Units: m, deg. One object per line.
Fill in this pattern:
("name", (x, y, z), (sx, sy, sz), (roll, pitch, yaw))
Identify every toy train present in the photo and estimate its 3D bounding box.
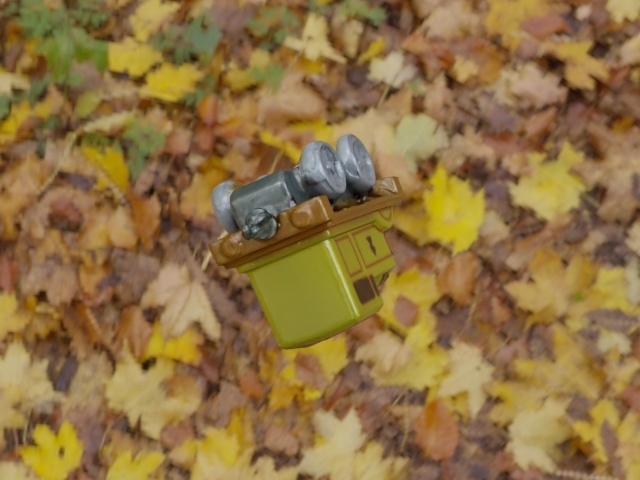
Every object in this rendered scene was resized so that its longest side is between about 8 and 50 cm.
("toy train", (0.000, 0.000, 0.954), (0.089, 0.219, 0.127), (-22, 90, 20))
